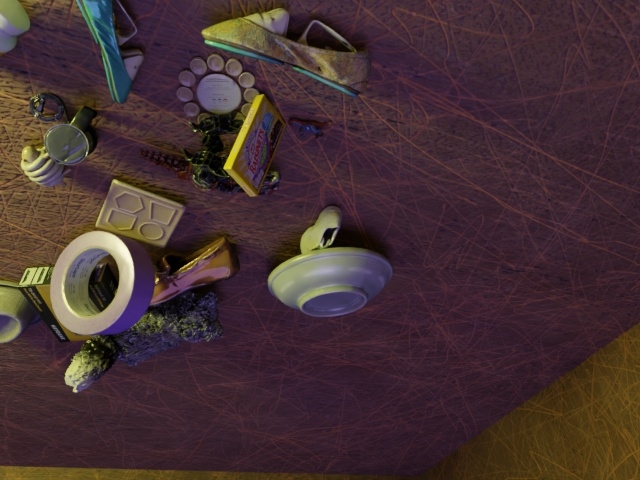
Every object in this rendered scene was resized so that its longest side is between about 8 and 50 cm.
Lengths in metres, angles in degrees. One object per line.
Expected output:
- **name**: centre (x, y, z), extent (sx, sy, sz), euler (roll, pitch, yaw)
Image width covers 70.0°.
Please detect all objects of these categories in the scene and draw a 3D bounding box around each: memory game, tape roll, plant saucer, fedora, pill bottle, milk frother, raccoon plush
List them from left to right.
- **pill bottle**: centre (-0.640, -0.386, 0.846), extent (0.184, 0.103, 0.103), euler (-19, 135, 13)
- **fedora**: centre (-1.016, 0.245, 1.441), extent (0.275, 0.124, 0.244), euler (-22, 134, 15)
- **milk frother**: centre (-0.562, -0.242, 0.981), extent (0.143, 0.135, 0.129), euler (11, 103, -22)
- **tape roll**: centre (-0.594, 0.117, 1.247), extent (0.274, 0.275, 0.090), euler (-20, 164, 14)
- **raccoon plush**: centre (-0.486, 0.312, 1.382), extent (0.298, 0.447, 0.216), euler (-1, 124, 12)
- **memory game**: centre (-0.228, -0.328, 1.023), extent (0.186, 0.012, 0.186), euler (-3, 137, -3)
- **plant saucer**: centre (0.036, 0.157, 1.434), extent (0.399, 0.101, 0.401), euler (-6, 151, -3)

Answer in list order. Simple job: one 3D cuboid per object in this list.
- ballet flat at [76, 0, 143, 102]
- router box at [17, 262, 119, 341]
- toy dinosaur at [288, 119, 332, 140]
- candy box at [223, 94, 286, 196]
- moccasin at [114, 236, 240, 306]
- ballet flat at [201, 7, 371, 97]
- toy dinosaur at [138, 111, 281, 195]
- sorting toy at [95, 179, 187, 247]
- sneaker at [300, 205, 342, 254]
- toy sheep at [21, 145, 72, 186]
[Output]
- **ballet flat**: centre (-0.399, -0.384, 0.898), extent (0.087, 0.083, 0.247), euler (-14, 140, -12)
- **router box**: centre (-0.762, 0.204, 1.461), extent (0.242, 0.081, 0.309), euler (-4, 136, -3)
- **toy dinosaur**: centre (-0.033, -0.275, 1.098), extent (0.082, 0.047, 0.090), euler (37, 89, -26)
- **candy box**: centre (-0.141, -0.211, 1.017), extent (0.027, 0.206, 0.105), euler (2, 152, 33)
- **moccasin**: centre (-0.433, 0.093, 1.347), extent (0.379, 0.139, 0.147), euler (-19, 110, 10)
- **ballet flat**: centre (-0.054, -0.394, 0.917), extent (0.348, 0.123, 0.123), euler (13, 133, -19)
- **toy dinosaur**: centre (-0.255, -0.170, 1.092), extent (0.321, 0.165, 0.218), euler (-12, 162, -20)
- **sorting toy**: centre (-0.489, -0.071, 1.246), extent (0.192, 0.038, 0.208), euler (21, 134, -26)
- **sneaker**: centre (0.000, 0.000, 1.334), extent (0.080, 0.094, 0.212), euler (12, 134, -20)
- **toy sheep**: centre (-0.650, -0.172, 1.084), extent (0.091, 0.091, 0.132), euler (-16, 141, 10)
